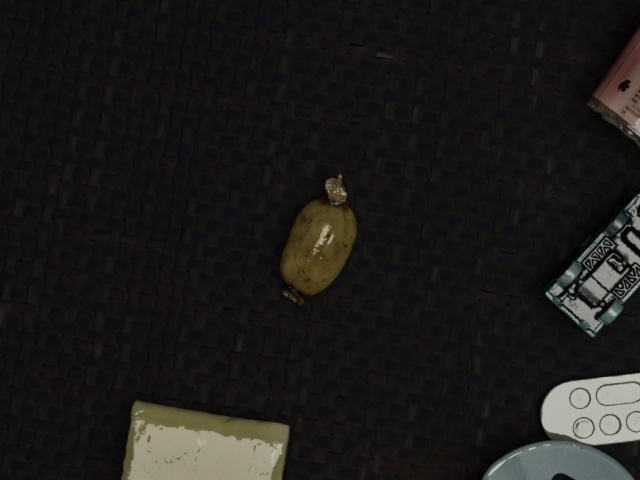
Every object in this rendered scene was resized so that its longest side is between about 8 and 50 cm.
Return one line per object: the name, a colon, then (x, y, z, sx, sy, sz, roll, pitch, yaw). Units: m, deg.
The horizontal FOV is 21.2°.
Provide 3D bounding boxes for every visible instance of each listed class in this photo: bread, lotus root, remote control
bread: (-0.128, 0.254, 1.871, 0.178, 0.060, 0.140, 11, 90, -1)
lotus root: (0.000, 0.000, 1.878, 0.072, 0.063, 0.152, 19, 92, 9)
remote control: (0.364, 0.182, 1.900, 0.245, 0.022, 0.077, -6, 91, -1)

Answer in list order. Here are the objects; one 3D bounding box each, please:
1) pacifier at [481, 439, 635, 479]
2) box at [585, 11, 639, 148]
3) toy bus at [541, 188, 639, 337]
pacifier: (0.246, 0.366, 1.789, 0.244, 0.233, 0.299, 31, 90, -3)
box: (0.372, -0.160, 1.849, 0.151, 0.151, 0.135, 38, 96, 0)
toy bus: (0.320, 0.020, 1.869, 0.079, 0.092, 0.160, 42, 94, -2)
